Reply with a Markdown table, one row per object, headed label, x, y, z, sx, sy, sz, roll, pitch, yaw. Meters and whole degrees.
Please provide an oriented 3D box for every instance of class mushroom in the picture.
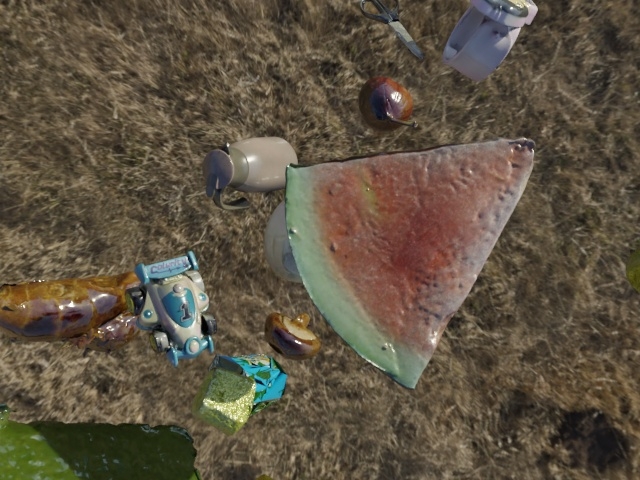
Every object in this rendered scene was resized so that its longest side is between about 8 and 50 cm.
| label | x | y | z | sx | sy | sz | roll | pitch | yaw |
| --- | --- | --- | --- | --- | --- | --- | --- | --- | --- |
| mushroom | -0.020 | -0.008 | 1.715 | 0.356 | 0.315 | 0.315 | 17 | 98 | 18 |
| mushroom | -0.057 | 0.191 | 1.084 | 0.127 | 0.127 | 0.087 | 27 | 96 | -9 |

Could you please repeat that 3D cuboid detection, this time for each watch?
| label | x | y | z | sx | sy | sz | roll | pitch | yaw |
| --- | --- | --- | --- | --- | --- | --- | --- | --- | --- |
| watch | 0.394 | -0.521 | 1.329 | 0.196 | 0.244 | 0.231 | 28 | 131 | -12 |

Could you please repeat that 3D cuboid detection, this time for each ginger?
| label | x | y | z | sx | sy | sz | roll | pitch | yaw |
| --- | --- | --- | --- | --- | --- | --- | --- | --- | --- |
| ginger | -0.666 | 0.213 | 1.447 | 0.418 | 0.176 | 0.254 | -1 | 108 | -47 |

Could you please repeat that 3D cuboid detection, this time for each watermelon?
| label | x | y | z | sx | sy | sz | roll | pitch | yaw |
| --- | --- | --- | --- | --- | --- | --- | --- | --- | --- |
| watermelon | 0.069 | -0.013 | 0.448 | 0.202 | 0.136 | 0.207 | -44 | 102 | -4 |

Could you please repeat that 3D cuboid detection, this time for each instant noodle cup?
| label | x | y | z | sx | sy | sz | roll | pitch | yaw |
| --- | --- | --- | --- | --- | --- | --- | --- | --- | --- |
| instant noodle cup | -0.247 | 0.487 | 1.809 | 0.178 | 0.240 | 0.240 | -5 | 97 | -49 |

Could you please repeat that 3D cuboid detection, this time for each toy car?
| label | x | y | z | sx | sy | sz | roll | pitch | yaw |
| --- | --- | --- | --- | --- | --- | --- | --- | --- | --- |
| toy car | -0.230 | 0.106 | 0.854 | 0.126 | 0.098 | 0.161 | -15 | 60 | -32 |

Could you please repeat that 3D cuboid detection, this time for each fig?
| label | x | y | z | sx | sy | sz | roll | pitch | yaw |
| --- | --- | --- | --- | --- | --- | --- | --- | --- | --- |
| fig | 0.225 | -0.458 | 1.889 | 0.186 | 0.249 | 0.204 | -33 | 118 | 29 |

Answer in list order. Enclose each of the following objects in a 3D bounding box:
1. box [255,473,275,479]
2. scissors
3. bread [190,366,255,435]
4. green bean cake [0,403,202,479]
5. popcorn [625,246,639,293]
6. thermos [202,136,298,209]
| label | x | y | z | sx | sy | sz | roll | pitch | yaw |
| --- | --- | --- | --- | --- | --- | --- | --- | --- | --- |
| box | -0.038 | 0.420 | 0.805 | 0.023 | 0.087 | 0.155 | -38 | 126 | 2 |
| scissors | 0.203 | -0.575 | 1.436 | 0.109 | 0.022 | 0.300 | -23 | 60 | -7 |
| bread | -0.213 | 0.352 | 1.174 | 0.114 | 0.129 | 0.111 | 33 | 134 | -20 |
| green bean cake | -0.244 | 0.312 | 0.516 | 0.250 | 0.247 | 0.156 | 13 | 126 | -33 |
| popcorn | 0.410 | 0.042 | 0.550 | 0.173 | 0.173 | 0.142 | -40 | 77 | 2 |
| thermos | -0.137 | -0.119 | 0.974 | 0.105 | 0.193 | 0.137 | 30 | 113 | 18 |
